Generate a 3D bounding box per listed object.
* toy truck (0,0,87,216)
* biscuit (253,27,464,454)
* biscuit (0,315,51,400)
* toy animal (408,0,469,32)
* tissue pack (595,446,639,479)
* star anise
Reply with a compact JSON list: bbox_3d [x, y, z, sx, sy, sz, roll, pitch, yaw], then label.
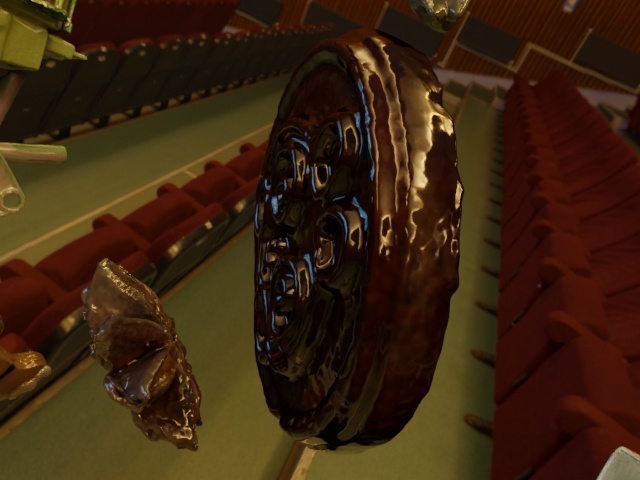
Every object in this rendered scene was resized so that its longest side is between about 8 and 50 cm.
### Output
[{"bbox_3d":[-0.199,-0.125,0.318,0.135,0.259,0.128,9,6,-44],"label":"toy truck"},{"bbox_3d":[0.000,0.000,0.568,0.091,0.407,0.407,7,33,-18],"label":"biscuit"},{"bbox_3d":[-0.458,0.155,0.666,0.197,0.301,0.049,-38,63,-20],"label":"biscuit"},{"bbox_3d":[0.154,-0.348,0.766,0.125,0.127,0.251,33,47,-38],"label":"toy animal"},{"bbox_3d":[0.615,0.542,1.070,0.263,0.198,0.146,41,-10,-34],"label":"tissue pack"},{"bbox_3d":[-0.275,0.176,0.880,0.118,0.331,0.331,-24,46,-12],"label":"star anise"}]
